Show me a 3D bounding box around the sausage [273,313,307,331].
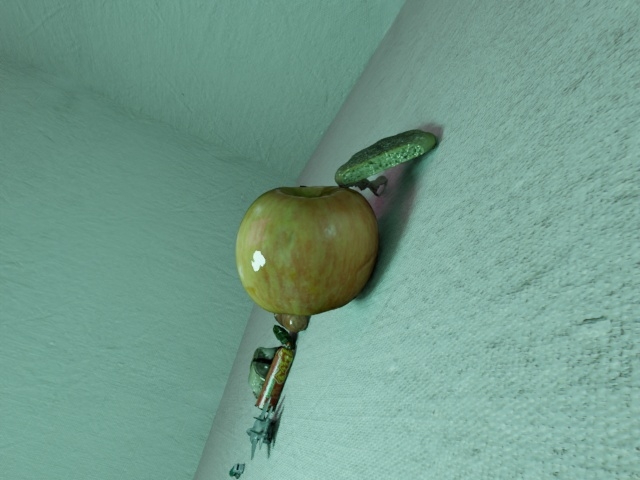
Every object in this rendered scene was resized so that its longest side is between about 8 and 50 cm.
[{"bbox_3d":[-0.133,0.315,1.894,0.094,0.094,0.419,-51,8,-11],"label":"sausage"}]

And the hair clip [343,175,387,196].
[{"bbox_3d":[0.130,-0.177,1.389,0.034,0.226,0.072,47,115,29],"label":"hair clip"}]

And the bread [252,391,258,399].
[{"bbox_3d":[-0.252,0.622,1.963,0.082,0.060,0.113,-118,49,-73],"label":"bread"}]

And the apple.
[{"bbox_3d":[-0.038,0.027,1.255,0.391,0.391,0.347,-123,33,-77],"label":"apple"}]

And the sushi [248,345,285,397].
[{"bbox_3d":[-0.248,0.527,1.864,0.134,0.109,0.273,-63,-2,30],"label":"sushi"}]

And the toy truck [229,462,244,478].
[{"bbox_3d":[-0.338,0.925,1.838,0.039,0.044,0.083,-85,19,-47],"label":"toy truck"}]

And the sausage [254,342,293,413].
[{"bbox_3d":[-0.167,0.510,1.725,0.083,0.083,0.264,169,123,-77],"label":"sausage"}]

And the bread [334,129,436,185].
[{"bbox_3d":[0.171,-0.237,1.248,0.286,0.056,0.207,-21,20,17],"label":"bread"}]

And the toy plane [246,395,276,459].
[{"bbox_3d":[-0.219,0.688,1.644,0.267,0.088,0.212,114,173,-57],"label":"toy plane"}]

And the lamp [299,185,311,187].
[{"bbox_3d":[0.007,-0.029,1.576,0.272,0.205,0.374,144,130,-78],"label":"lamp"}]

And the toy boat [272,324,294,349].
[{"bbox_3d":[-0.152,0.388,1.854,0.052,0.104,0.210,-37,6,-14],"label":"toy boat"}]
